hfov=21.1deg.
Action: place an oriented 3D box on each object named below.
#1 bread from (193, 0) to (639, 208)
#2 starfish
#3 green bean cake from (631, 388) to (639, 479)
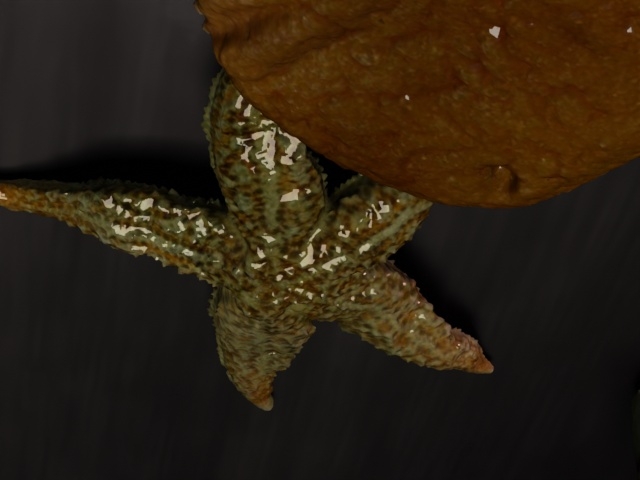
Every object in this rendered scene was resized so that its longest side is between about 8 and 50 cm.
[{"bbox_3d":[0.065,-0.129,0.758,0.227,0.142,0.253,38,142,-25],"label":"bread"},{"bbox_3d":[0.001,0.003,1.005,0.358,0.078,0.347,31,128,-28],"label":"starfish"},{"bbox_3d":[0.302,0.158,1.136,0.181,0.094,0.173,-8,136,14],"label":"green bean cake"}]
